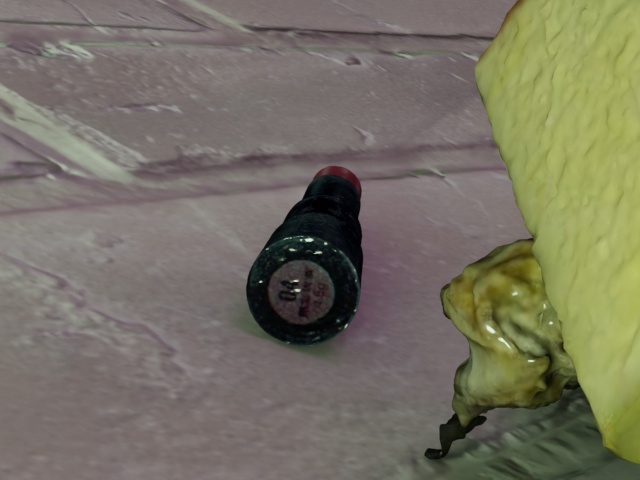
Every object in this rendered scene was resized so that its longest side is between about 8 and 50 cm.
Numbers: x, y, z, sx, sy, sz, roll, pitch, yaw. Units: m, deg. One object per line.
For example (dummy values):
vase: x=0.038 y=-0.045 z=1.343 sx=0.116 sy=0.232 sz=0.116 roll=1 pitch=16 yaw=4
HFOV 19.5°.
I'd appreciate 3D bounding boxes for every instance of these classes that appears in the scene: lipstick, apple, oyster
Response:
lipstick: x=0.000 y=0.000 z=0.976 sx=0.053 sy=0.053 sz=0.234 roll=20 pitch=12 yaw=0
apple: x=0.238 y=0.005 z=0.696 sx=0.309 sy=0.252 sz=0.314 roll=16 pitch=-7 yaw=-27
oyster: x=0.148 y=0.044 z=0.857 sx=0.198 sy=0.133 sz=0.337 roll=27 pitch=16 yaw=32
